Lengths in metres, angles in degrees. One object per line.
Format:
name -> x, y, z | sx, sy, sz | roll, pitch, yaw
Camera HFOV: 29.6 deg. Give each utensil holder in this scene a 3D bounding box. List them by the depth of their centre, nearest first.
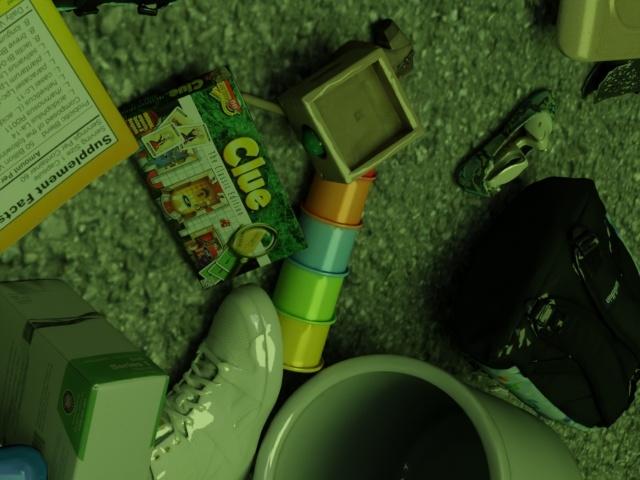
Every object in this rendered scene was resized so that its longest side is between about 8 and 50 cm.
utensil holder -> 0.148, 0.334, 1.578 | 0.327, 0.328, 0.385 | -58, 149, 4

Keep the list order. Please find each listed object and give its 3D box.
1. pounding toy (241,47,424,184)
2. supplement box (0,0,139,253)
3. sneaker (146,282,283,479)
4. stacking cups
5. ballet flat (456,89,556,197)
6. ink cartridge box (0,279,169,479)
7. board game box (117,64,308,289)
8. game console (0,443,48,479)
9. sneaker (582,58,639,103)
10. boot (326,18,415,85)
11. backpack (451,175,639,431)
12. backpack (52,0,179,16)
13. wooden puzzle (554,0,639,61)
pounding toy -> 0.011, -0.140, 1.342 | 0.141, 0.100, 0.130 | -35, 109, -17
supplement box -> -0.341, -0.177, 0.996 | 0.194, 0.195, 0.356 | -39, 133, -14
sneaker -> -0.149, 0.194, 1.440 | 0.169, 0.108, 0.292 | -9, 122, -39
stacking cups -> 0.000, 0.000, 1.458 | 0.096, 0.096, 0.316 | 1, 113, -40
ballet flat -> 0.265, -0.124, 1.618 | 0.188, 0.070, 0.070 | -45, 135, -9
ink cartridge box -> -0.264, 0.156, 1.245 | 0.093, 0.219, 0.160 | -4, 118, -41
board game box -> -0.116, -0.063, 1.335 | 0.136, 0.030, 0.259 | -24, 131, 0
game console -> -0.393, 0.357, 1.188 | 0.250, 0.173, 0.293 | -6, 88, -25
sneaker -> 0.446, -0.248, 1.704 | 0.170, 0.051, 0.089 | -16, 125, -27
boot -> 0.064, -0.201, 1.423 | 0.118, 0.042, 0.087 | -39, 136, -14
backpack -> 0.340, 0.115, 1.710 | 0.355, 0.273, 0.290 | 38, 75, -31
backpack -> -0.183, -0.311, 1.072 | 0.166, 0.144, 0.188 | -7, 142, -35
wooden puzzle -> 0.453, -0.403, 1.583 | 0.348, 0.080, 0.322 | -7, 113, -31
